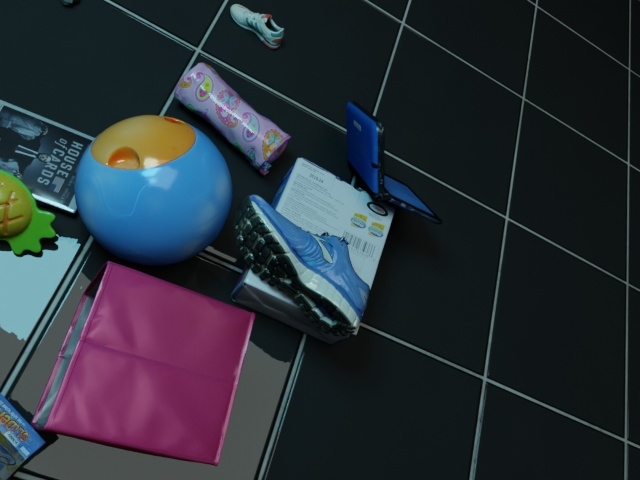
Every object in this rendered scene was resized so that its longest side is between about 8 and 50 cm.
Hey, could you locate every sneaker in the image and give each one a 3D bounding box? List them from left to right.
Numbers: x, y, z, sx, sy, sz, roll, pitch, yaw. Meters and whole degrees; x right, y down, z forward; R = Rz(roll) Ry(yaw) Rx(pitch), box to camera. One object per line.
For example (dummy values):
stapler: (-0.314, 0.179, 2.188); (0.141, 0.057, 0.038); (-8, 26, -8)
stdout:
sneaker: (-0.164, -0.589, 1.361); (0.161, 0.075, 0.057); (37, 60, -8)
sneaker: (-0.031, 0.033, 1.005); (0.330, 0.129, 0.147); (46, 49, -9)

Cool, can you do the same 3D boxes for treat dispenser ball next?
treat dispenser ball: (-0.315, -0.094, 0.983); (0.288, 0.288, 0.288); (9, 68, -22)

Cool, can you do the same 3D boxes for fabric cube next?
fabric cube: (-0.302, 0.218, 0.872); (0.258, 0.254, 0.259); (23, 62, -24)

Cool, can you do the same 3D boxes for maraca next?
maraca: (-0.589, -0.054, 0.952); (0.127, 0.099, 0.185); (-44, 110, 5)

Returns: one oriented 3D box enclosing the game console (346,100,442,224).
game console: (0.174, -0.195, 1.233); (0.173, 0.293, 0.250); (-7, 116, -8)

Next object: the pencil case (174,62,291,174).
pencil case: (-0.206, -0.286, 1.206); (0.284, 0.124, 0.124); (41, 60, -6)

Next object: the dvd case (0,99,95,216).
dvd case: (-0.584, -0.169, 1.037); (0.238, 0.029, 0.179); (21, 64, -16)

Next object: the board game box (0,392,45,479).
board game box: (-0.512, 0.304, 0.793); (0.136, 0.201, 0.035); (48, 38, -1)

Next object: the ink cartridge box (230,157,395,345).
ink cartridge box: (0.000, 0.000, 1.170); (0.270, 0.151, 0.396); (27, 64, -13)

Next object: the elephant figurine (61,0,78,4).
elephant figurine: (-0.578, -0.705, 1.182); (0.186, 0.169, 0.239); (37, 73, 25)
